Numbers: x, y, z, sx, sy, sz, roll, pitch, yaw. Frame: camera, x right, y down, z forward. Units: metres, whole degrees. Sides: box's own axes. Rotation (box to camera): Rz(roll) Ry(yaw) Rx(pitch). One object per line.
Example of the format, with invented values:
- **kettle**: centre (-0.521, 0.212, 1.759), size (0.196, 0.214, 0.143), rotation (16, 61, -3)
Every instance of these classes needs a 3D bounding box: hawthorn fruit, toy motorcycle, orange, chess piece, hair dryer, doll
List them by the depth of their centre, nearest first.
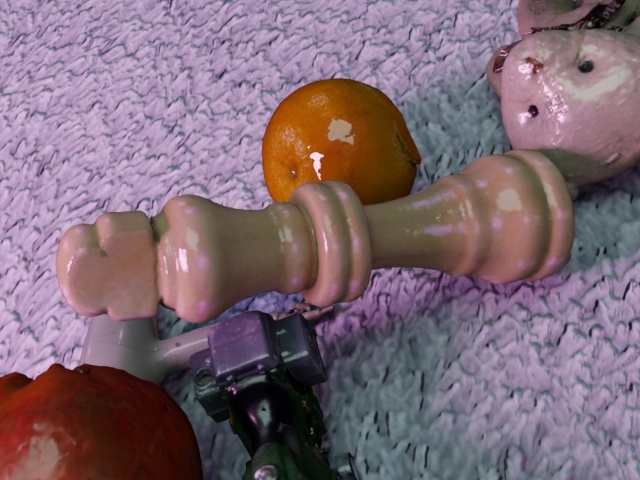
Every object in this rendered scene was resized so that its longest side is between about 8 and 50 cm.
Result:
- **hawthorn fruit**: centre (-0.174, 0.228, 0.612), size (0.211, 0.211, 0.299), rotation (-27, 72, 0)
- **toy motorcycle**: centre (-0.031, 0.166, 0.617), size (0.125, 0.187, 0.274), rotation (-22, 51, 4)
- **chess piece**: centre (0.000, 0.000, 0.659), size (0.397, 0.117, 0.117), rotation (-7, 51, -19)
- **orange**: centre (0.020, -0.075, 0.789), size (0.134, 0.154, 0.155), rotation (-13, 40, -45)
- **doll**: centre (0.240, -0.180, 0.793), size (0.175, 0.149, 0.278), rotation (-44, 26, 41)
- **hair dryer**: centre (-0.105, 0.063, 0.796), size (0.237, 0.075, 0.206), rotation (-8, 49, 4)
